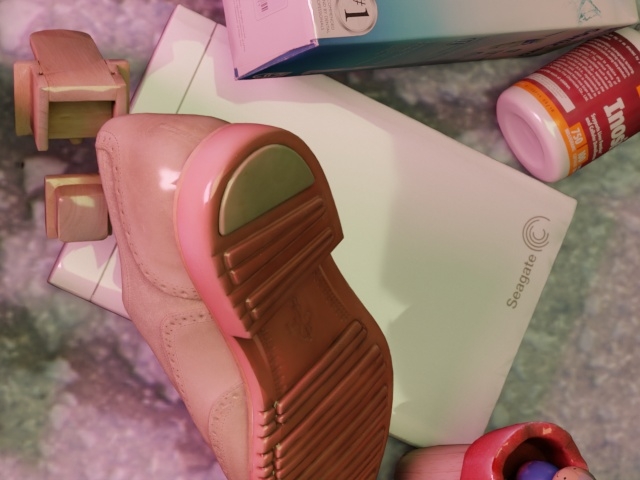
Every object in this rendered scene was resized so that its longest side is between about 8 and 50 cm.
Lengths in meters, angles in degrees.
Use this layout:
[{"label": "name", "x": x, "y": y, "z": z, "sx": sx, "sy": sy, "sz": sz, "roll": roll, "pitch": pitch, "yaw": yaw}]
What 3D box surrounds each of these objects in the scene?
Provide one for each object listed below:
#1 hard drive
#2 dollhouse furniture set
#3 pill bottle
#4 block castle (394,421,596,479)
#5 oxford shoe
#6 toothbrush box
[{"label": "hard drive", "x": 0.000, "y": 0.000, "z": 1.164, "sx": 0.353, "sy": 0.047, "sz": 0.233, "roll": 25, "pitch": 82, "yaw": -11}, {"label": "dollhouse furniture set", "x": -0.294, "y": 0.034, "z": 1.093, "sx": 0.303, "sy": 0.174, "sz": 0.355, "roll": -3, "pitch": 113, "yaw": -15}, {"label": "pill bottle", "x": 0.224, "y": -0.117, "z": 1.202, "sx": 0.152, "sy": 0.086, "sz": 0.086, "roll": -32, "pitch": 94, "yaw": -12}, {"label": "block castle", "x": 0.083, "y": 0.374, "z": 1.017, "sx": 0.453, "sy": 0.213, "sz": 0.303, "roll": -46, "pitch": 105, "yaw": -27}, {"label": "oxford shoe", "x": -0.050, "y": 0.070, "z": 1.064, "sx": 0.140, "sy": 0.147, "sz": 0.397, "roll": -40, "pitch": 135, "yaw": -34}, {"label": "toothbrush box", "x": 0.074, "y": -0.243, "z": 1.116, "sx": 0.296, "sy": 0.126, "sz": 0.216, "roll": -7, "pitch": 88, "yaw": -32}]
